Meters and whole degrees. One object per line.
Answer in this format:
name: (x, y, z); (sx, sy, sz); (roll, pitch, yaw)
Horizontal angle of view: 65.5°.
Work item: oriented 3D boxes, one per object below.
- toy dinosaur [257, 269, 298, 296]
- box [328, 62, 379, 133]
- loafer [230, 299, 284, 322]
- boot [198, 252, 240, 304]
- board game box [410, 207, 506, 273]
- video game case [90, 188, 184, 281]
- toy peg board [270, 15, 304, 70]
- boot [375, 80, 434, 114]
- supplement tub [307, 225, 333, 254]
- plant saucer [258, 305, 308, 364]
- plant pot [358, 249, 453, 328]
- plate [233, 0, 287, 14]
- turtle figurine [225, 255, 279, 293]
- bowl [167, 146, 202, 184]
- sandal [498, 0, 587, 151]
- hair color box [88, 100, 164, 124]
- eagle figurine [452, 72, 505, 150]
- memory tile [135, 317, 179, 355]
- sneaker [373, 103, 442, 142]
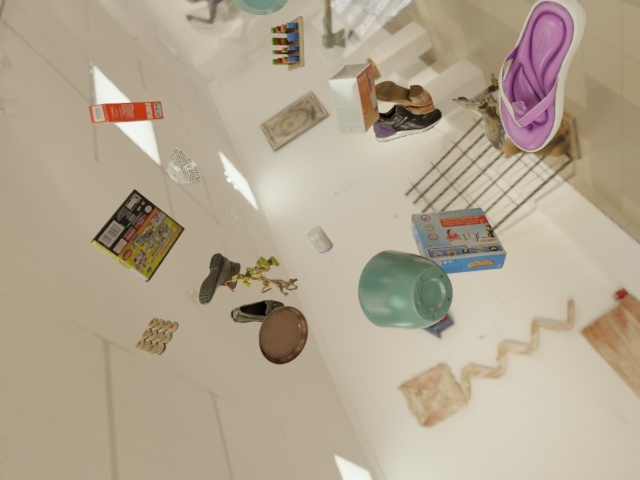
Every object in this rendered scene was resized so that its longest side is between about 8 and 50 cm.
toy dinosaur: (-0.142, 0.152, 1.739); (0.183, 0.053, 0.093); (16, -168, -46)
box: (0.103, -0.421, 1.481); (0.130, 0.091, 0.170); (-54, -40, -45)
loafer: (-0.267, 0.315, 2.228); (0.268, 0.084, 0.096); (-6, -117, -36)
boot: (-0.436, 0.190, 2.223); (0.161, 0.083, 0.246); (39, -120, -47)
board game box: (0.555, -0.001, 2.046); (0.302, 0.308, 0.086); (-96, 2, -50)
video game case: (-0.686, -0.020, 1.894); (0.248, 0.035, 0.274); (42, -130, -22)
toy peg board: (-0.118, -0.678, 1.724); (0.161, 0.079, 0.161); (-146, 52, -67)
boot: (0.282, -0.474, 1.687); (0.197, 0.072, 0.152); (15, 179, 30)
supplement tub: (0.000, 0.000, 2.083); (0.107, 0.071, 0.071); (54, -173, -28)
plant saucer: (-0.110, 0.269, 1.423); (0.029, 0.168, 0.168); (6, 139, 53)
plant pot: (0.318, 0.182, 1.750); (0.293, 0.293, 0.235); (55, 156, -19)
plate: (-0.181, -0.743, 1.472); (0.188, 0.188, 0.024); (48, -146, -55)
turtle figurine: (-0.286, 0.154, 2.265); (0.270, 0.217, 0.087); (16, -138, -43)
bowl: (-0.567, -0.285, 2.016); (0.170, 0.080, 0.170); (35, 150, 24)
sandal: (0.480, -0.364, 1.156); (0.169, 0.102, 0.416); (42, 159, 33)
hair color box: (-0.530, -0.350, 1.364); (0.167, 0.093, 0.053); (-22, -69, -47)
eagle figurine: (0.618, -0.493, 1.847); (0.226, 0.298, 0.225); (20, 145, 25)
memory tile: (-0.492, 0.287, 1.492); (0.148, 0.113, 0.012); (0, 144, 40)
sneaker: (0.349, -0.495, 2.000); (0.107, 0.283, 0.124); (-105, -4, -52)
